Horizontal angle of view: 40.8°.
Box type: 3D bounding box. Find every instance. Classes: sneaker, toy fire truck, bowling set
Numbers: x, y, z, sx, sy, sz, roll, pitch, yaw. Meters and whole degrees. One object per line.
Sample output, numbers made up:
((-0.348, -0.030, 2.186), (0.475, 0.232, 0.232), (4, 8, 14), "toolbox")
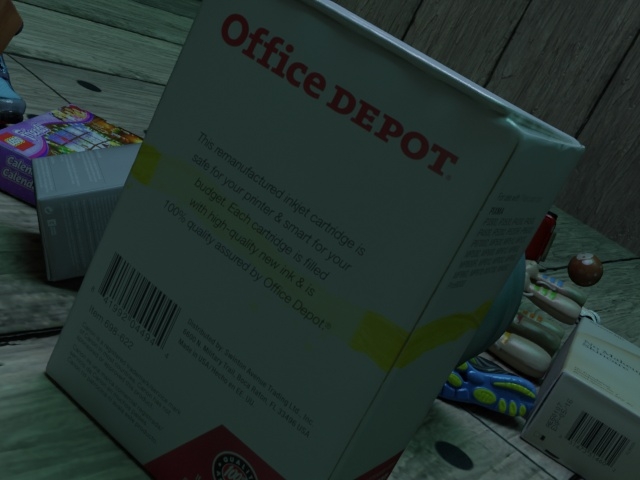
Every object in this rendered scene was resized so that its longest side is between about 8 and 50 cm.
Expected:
((0.185, 0.176, 1.112), (0.188, 0.067, 0.078), (23, -4, -9), "sneaker")
((0.285, -0.059, 1.475), (0.217, 0.159, 0.246), (26, 4, 25), "toy fire truck")
((0.511, 0.140, 1.725), (0.109, 0.040, 0.043), (31, 19, 13), "sneaker")
((0.348, 0.083, 1.395), (0.154, 0.200, 0.287), (31, 13, 15), "bowling set")
((-0.499, -0.256, 1.207), (0.262, 0.125, 0.104), (36, 19, 27), "sneaker")

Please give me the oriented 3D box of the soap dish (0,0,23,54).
((-0.523, -0.270, 1.075), (0.291, 0.229, 0.118), (36, 2, 28), "soap dish")

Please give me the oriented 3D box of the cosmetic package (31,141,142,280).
((-0.186, -0.045, 0.938), (0.237, 0.107, 0.127), (-8, 27, -16), "cosmetic package")

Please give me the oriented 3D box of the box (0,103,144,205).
((-0.305, -0.098, 1.155), (0.200, 0.057, 0.293), (26, 17, -3), "box")

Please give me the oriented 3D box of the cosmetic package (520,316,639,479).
((0.390, 0.220, 1.188), (0.160, 0.113, 0.309), (31, 18, 13), "cosmetic package")

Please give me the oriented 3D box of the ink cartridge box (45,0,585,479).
((-0.016, 0.018, 0.690), (0.279, 0.385, 0.160), (36, 19, 26), "ink cartridge box")

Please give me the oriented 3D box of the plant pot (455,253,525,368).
((0.053, 0.044, 0.952), (0.293, 0.293, 0.196), (34, 35, 20), "plant pot")
